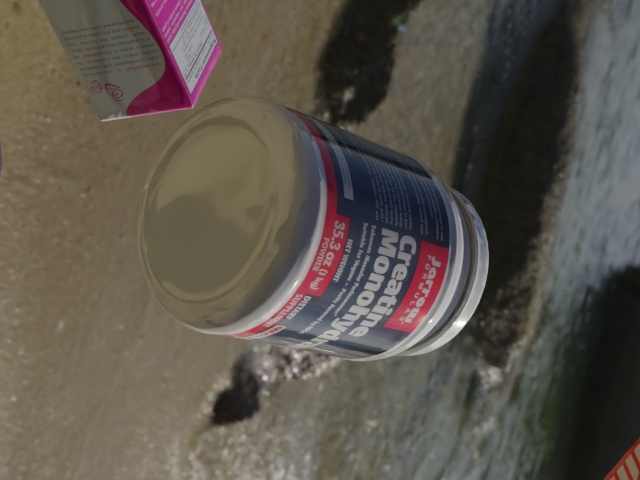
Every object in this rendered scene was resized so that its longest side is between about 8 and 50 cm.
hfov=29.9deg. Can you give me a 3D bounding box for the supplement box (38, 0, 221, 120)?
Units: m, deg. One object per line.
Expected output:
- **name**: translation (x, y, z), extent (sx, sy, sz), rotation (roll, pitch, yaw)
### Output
- **supplement box**: translation (-0.196, -0.239, 1.174), extent (0.114, 0.111, 0.220), rotation (-71, 149, -47)

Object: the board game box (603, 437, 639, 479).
- **board game box**: translation (0.278, 0.172, 0.837), extent (0.146, 0.045, 0.193), rotation (-54, -172, 14)

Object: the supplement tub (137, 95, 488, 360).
- **supplement tub**: translation (0.000, 0.000, 1.018), extent (0.272, 0.191, 0.191), rotation (16, 91, -47)

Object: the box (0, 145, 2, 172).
- **box**: translation (-0.190, -0.003, 0.430), extent (0.153, 0.108, 0.207), rotation (100, -9, -54)
